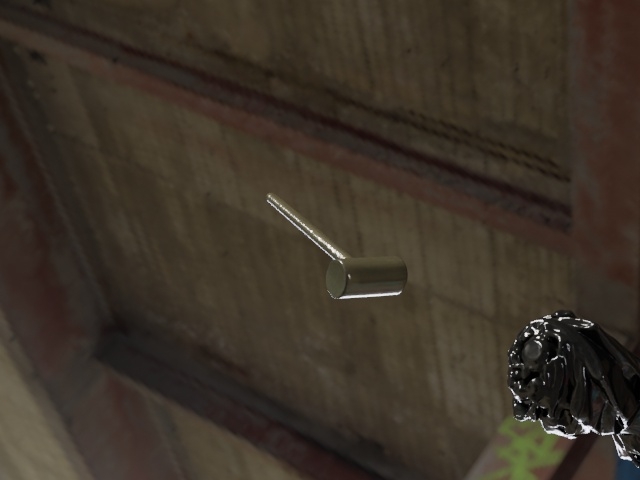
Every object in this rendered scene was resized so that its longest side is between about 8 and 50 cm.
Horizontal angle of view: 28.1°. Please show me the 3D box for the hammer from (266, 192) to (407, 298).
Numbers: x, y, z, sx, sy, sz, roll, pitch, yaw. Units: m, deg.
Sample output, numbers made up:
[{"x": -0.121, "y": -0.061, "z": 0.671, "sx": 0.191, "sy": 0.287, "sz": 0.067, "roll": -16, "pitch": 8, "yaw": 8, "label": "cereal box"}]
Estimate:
[{"x": 0.000, "y": 0.000, "z": 0.642, "sx": 0.110, "sy": 0.035, "sz": 0.019, "roll": 38, "pitch": -57, "yaw": 52, "label": "hammer"}]

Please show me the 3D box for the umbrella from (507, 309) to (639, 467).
[{"x": 0.301, "y": 0.154, "z": 1.196, "sx": 0.340, "sy": 0.118, "sz": 0.118, "roll": 23, "pitch": -15, "yaw": -37, "label": "umbrella"}]
